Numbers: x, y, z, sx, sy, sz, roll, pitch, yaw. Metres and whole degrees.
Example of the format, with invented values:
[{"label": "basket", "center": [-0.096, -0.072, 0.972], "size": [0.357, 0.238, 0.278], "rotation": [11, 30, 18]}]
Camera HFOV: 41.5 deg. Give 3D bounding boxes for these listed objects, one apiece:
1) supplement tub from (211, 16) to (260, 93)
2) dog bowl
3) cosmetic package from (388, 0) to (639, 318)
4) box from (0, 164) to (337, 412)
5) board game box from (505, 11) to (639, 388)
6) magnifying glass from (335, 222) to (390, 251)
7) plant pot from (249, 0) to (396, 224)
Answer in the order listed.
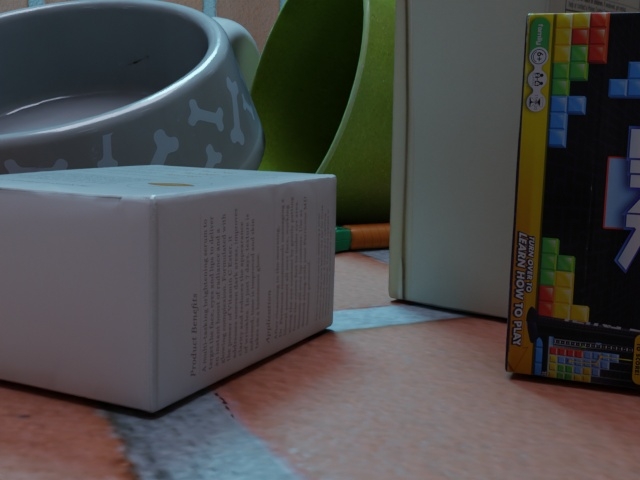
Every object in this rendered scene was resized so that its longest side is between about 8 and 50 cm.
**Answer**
[{"label": "supplement tub", "center": [-0.242, -0.152, 1.021], "size": [0.316, 0.228, 0.228], "rotation": [3, 9, 15]}, {"label": "dog bowl", "center": [-0.224, -0.110, 0.723], "size": [0.348, 0.102, 0.349], "rotation": [-4, 34, 3]}, {"label": "cosmetic package", "center": [0.135, -0.115, 0.563], "size": [0.113, 0.310, 0.160], "rotation": [7, 10, 38]}, {"label": "box", "center": [-0.085, 0.011, 0.436], "size": [0.130, 0.091, 0.170], "rotation": [6, 10, 27]}, {"label": "board game box", "center": [0.162, -0.017, 0.385], "size": [0.141, 0.170, 0.048], "rotation": [4, 8, 24]}, {"label": "magnifying glass", "center": [0.000, 0.000, 0.751], "size": [0.230, 0.026, 0.092], "rotation": [-5, 10, -25]}, {"label": "plant pot", "center": [0.102, -0.126, 0.923], "size": [0.293, 0.275, 0.275], "rotation": [14, 3, -26]}]
